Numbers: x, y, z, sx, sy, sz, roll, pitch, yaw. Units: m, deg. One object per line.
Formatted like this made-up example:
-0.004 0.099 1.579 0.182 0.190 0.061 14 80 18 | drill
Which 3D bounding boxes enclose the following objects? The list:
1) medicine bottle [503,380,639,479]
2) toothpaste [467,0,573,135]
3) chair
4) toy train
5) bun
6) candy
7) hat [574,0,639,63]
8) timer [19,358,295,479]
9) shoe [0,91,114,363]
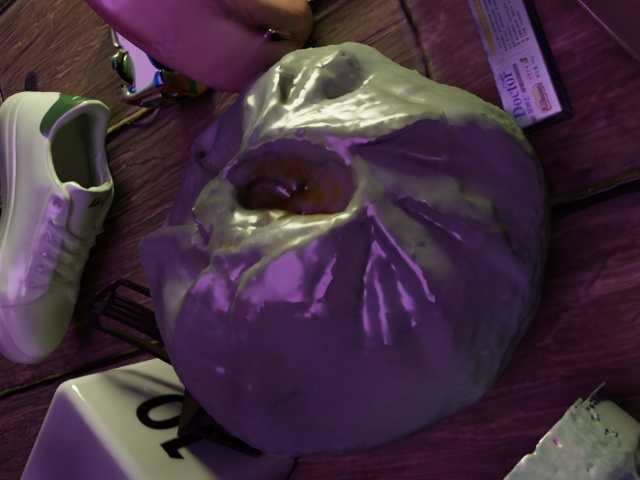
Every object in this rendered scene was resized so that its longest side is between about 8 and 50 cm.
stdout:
0.222 0.256 0.389 0.290 0.245 0.245 44 116 27 | medicine bottle
0.156 -0.170 0.533 0.046 0.034 0.164 -22 80 34 | toothpaste
-0.136 0.126 0.647 0.084 0.212 0.101 -54 22 24 | chair
-0.187 -0.241 0.736 0.072 0.099 0.188 -13 84 33 | toy train
-0.002 0.006 0.521 0.354 0.194 0.355 -7 73 24 | bun
-0.117 -0.240 0.597 0.094 0.255 0.255 -46 67 28 | candy
0.254 -0.205 0.455 0.173 0.144 0.166 40 122 -22 | hat
-0.179 0.259 0.700 0.192 0.195 0.194 40 113 27 | timer
-0.336 -0.017 0.844 0.160 0.131 0.363 1 90 30 | shoe
